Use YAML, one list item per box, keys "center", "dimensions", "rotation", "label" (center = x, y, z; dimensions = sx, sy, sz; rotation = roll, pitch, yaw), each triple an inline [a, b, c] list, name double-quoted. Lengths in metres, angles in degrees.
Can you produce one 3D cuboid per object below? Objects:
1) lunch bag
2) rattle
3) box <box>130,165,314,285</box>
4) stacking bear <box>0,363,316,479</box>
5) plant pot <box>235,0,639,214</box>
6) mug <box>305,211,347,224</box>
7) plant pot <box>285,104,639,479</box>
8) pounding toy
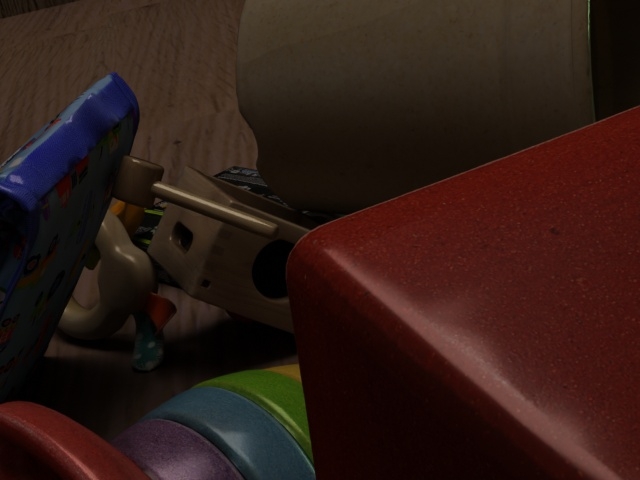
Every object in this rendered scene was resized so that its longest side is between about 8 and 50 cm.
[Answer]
- center: [-0.232, 0.011, 0.957]
  dimensions: [0.293, 0.138, 0.221]
  rotation: [-48, 6, 26]
  label: "lunch bag"
- center: [-0.156, 0.036, 1.134]
  dimensions: [0.199, 0.130, 0.142]
  rotation: [18, 2, 35]
  label: "rattle"
- center: [-0.092, -0.014, 1.267]
  dimensions: [0.184, 0.045, 0.190]
  rotation: [-32, 29, -34]
  label: "box"
- center: [-0.013, 0.135, 0.706]
  dimensions: [0.164, 0.175, 0.289]
  rotation: [16, 27, 43]
  label: "stacking bear"
- center: [0.112, -0.136, 1.054]
  dimensions: [0.305, 0.334, 0.334]
  rotation: [-2, 24, 26]
  label: "plant pot"
- center: [0.002, -0.003, 1.167]
  dimensions: [0.078, 0.062, 0.064]
  rotation: [3, 18, 21]
  label: "mug"
- center: [0.168, 0.118, 0.527]
  dimensions: [0.267, 0.267, 0.236]
  rotation: [-21, 36, -20]
  label: "plant pot"
- center: [-0.079, 0.009, 1.007]
  dimensions: [0.206, 0.094, 0.181]
  rotation: [21, 6, -27]
  label: "pounding toy"
